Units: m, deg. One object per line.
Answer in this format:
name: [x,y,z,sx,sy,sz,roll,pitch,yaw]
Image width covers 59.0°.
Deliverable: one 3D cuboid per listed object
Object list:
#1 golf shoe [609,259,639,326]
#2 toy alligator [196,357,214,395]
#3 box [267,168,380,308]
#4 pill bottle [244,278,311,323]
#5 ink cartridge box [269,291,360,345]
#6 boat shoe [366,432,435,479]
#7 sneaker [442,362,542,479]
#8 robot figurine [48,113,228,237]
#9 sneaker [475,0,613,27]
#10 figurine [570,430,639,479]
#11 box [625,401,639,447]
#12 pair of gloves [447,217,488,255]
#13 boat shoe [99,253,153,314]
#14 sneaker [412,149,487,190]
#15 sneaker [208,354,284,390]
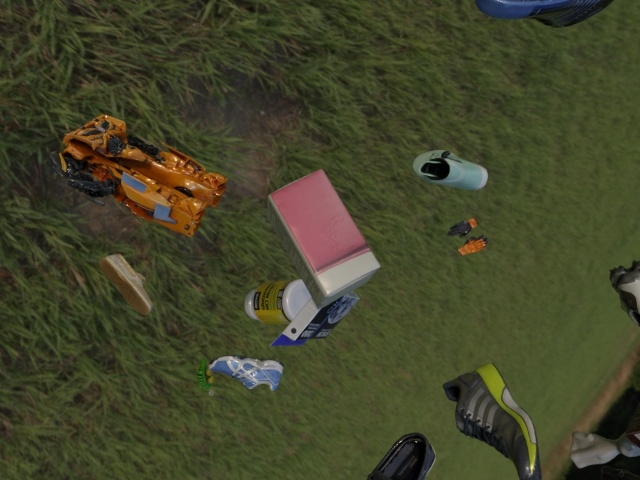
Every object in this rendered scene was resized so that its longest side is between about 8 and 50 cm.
golf shoe: [0.494,0.108,0.848,0.077,0.094,0.198,-32,135,31]
toy alligator: [-0.424,0.515,2.070,0.051,0.056,0.190,-46,140,-49]
box: [0.000,0.000,1.146,0.126,0.233,0.149,-28,169,-13]
pill bottle: [-0.177,0.269,2.441,0.187,0.333,0.188,9,77,-41]
ink cartridge box: [-0.009,0.206,1.440,0.208,0.045,0.206,-49,158,9]
boat shoe: [0.220,0.852,1.901,0.500,0.186,0.156,-45,146,-27]
sneaker: [0.330,0.360,1.094,0.121,0.300,0.111,-16,111,0]
robot figurine: [-0.322,-0.127,1.009,0.085,0.290,0.211,-59,-175,33]
sneaker: [0.269,-0.284,0.658,0.232,0.082,0.090,-18,163,-17]
figurine: [0.804,0.589,1.491,0.092,0.215,0.209,-41,-178,-40]
box: [0.847,0.409,1.285,0.203,0.167,0.168,-46,171,-27]
pair of gloves: [0.331,-0.007,1.271,0.074,0.083,0.010,-27,-161,27]
boat shoe: [-0.443,0.097,1.331,0.063,0.170,0.059,-43,175,39]
sneaker: [0.294,-0.197,1.479,0.151,0.255,0.094,8,100,-33]
sneaker: [-0.211,0.370,1.587,0.080,0.211,0.081,99,-3,-68]
